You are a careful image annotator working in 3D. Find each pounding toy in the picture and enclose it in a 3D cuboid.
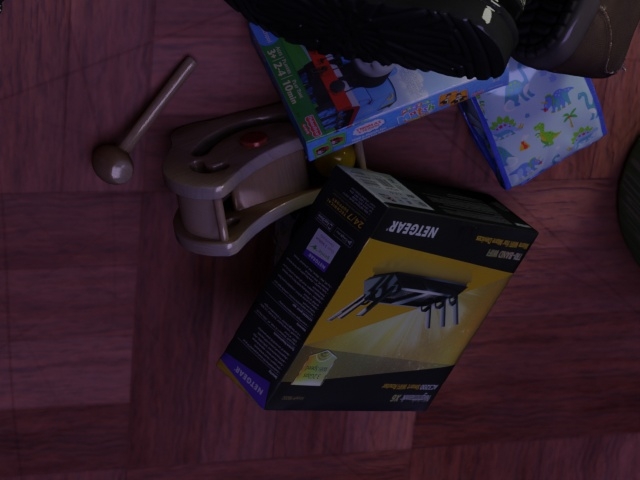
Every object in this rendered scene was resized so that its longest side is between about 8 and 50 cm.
[{"bbox_3d":[-0.085,-0.090,1.812,0.269,0.154,0.155,-15,119,-11],"label":"pounding toy"}]

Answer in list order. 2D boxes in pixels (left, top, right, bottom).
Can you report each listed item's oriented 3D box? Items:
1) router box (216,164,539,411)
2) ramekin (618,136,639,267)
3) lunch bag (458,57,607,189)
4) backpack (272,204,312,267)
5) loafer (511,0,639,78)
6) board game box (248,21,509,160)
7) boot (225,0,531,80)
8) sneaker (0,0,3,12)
[{"bbox_3d":[0.065,0.058,1.895,0.309,0.081,0.243,7,118,-55],"label":"router box"},{"bbox_3d":[0.476,-0.037,2.022,0.303,0.148,0.303,-7,117,-14],"label":"ramekin"},{"bbox_3d":[0.216,-0.144,1.917,0.129,0.096,0.151,-29,111,-2],"label":"lunch bag"},{"bbox_3d":[0.000,0.000,1.924,0.105,0.084,0.114,0,118,-23],"label":"backpack"},{"bbox_3d":[0.305,-0.320,1.825,0.130,0.134,0.366,28,91,-40],"label":"loafer"},{"bbox_3d":[0.056,-0.184,1.811,0.211,0.160,0.039,-21,150,-8],"label":"board game box"},{"bbox_3d":[0.080,-0.302,1.762,0.260,0.348,0.131,-64,157,-22],"label":"boot"},{"bbox_3d":[-0.327,-0.259,1.702,0.267,0.101,0.106,-40,142,3],"label":"sneaker"}]
